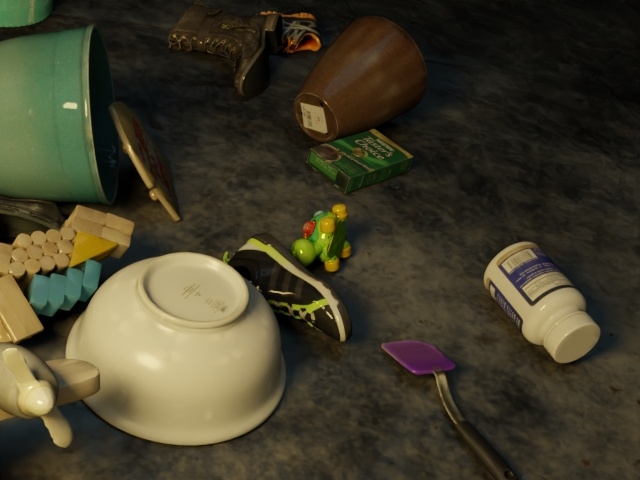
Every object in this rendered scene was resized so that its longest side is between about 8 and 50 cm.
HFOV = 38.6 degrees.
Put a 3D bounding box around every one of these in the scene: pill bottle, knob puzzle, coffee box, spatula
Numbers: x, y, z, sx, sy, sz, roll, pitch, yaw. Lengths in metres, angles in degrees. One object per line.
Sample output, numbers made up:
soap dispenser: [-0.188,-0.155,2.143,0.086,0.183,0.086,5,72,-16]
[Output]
pill bottle: [0.351,0.099,1.443,0.112,0.112,0.186,-4,41,-27]
knob puzzle: [-0.293,-0.141,1.466,0.030,0.213,0.213,-26,41,5]
coffee box: [0.076,-0.154,1.734,0.184,0.040,0.113,-20,49,-41]
spatula: [0.186,0.230,1.263,0.084,0.030,0.296,-3,39,-30]

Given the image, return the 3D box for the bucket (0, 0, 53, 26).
bucket: [-0.667,-0.572,1.869,0.281,0.183,0.281,11,35,-8]

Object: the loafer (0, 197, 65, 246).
loafer: [-0.472,-0.024,1.291,0.223,0.076,0.078,1,30,-28]

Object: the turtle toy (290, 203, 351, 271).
turtle toy: [0.000,0.000,1.460,0.066,0.095,0.130,7,29,24]

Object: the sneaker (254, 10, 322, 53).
sneaker: [-0.088,-0.460,2.056,0.215,0.084,0.083,-15,64,-29]

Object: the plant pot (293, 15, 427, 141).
plant pot: [0.058,-0.295,1.808,0.215,0.215,0.230,33,53,21]

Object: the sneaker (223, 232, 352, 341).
sneaker: [-0.053,0.086,1.343,0.097,0.084,0.235,-37,57,-22]

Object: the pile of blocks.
pile of blocks: [-0.399,0.070,1.184,0.362,0.112,0.149,-22,77,-42]

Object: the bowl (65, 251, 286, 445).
bowl: [-0.175,0.109,1.188,0.298,0.134,0.298,11,36,-8]

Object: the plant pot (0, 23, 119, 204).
plant pot: [-0.452,-0.183,1.377,0.255,0.271,0.271,-3,38,-4]

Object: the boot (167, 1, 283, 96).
boot: [-0.213,-0.405,1.928,0.229,0.091,0.263,8,49,10]

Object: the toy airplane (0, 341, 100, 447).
toy airplane: [-0.444,0.181,0.854,0.384,0.272,0.386,18,35,2]
